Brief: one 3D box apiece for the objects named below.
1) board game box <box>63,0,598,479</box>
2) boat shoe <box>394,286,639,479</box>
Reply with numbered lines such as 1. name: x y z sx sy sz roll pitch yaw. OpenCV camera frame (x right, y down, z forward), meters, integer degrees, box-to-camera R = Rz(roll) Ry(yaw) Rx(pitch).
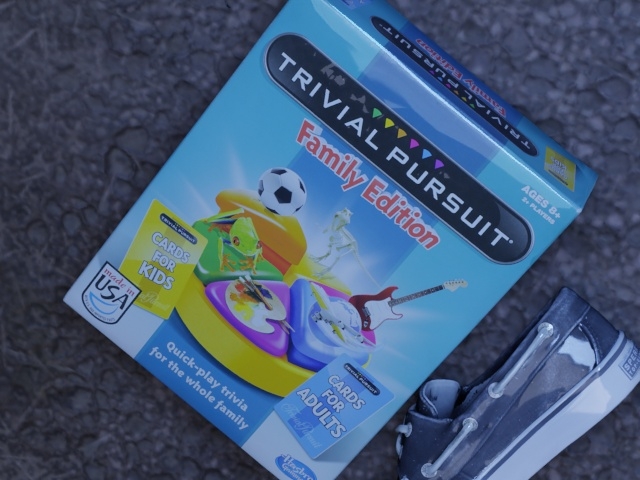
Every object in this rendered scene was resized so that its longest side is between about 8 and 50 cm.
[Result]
1. board game box: 0.000 0.000 1.381 0.254 0.079 0.336 39 118 -1
2. boat shoe: 0.105 0.152 1.395 0.102 0.108 0.301 45 115 -3
